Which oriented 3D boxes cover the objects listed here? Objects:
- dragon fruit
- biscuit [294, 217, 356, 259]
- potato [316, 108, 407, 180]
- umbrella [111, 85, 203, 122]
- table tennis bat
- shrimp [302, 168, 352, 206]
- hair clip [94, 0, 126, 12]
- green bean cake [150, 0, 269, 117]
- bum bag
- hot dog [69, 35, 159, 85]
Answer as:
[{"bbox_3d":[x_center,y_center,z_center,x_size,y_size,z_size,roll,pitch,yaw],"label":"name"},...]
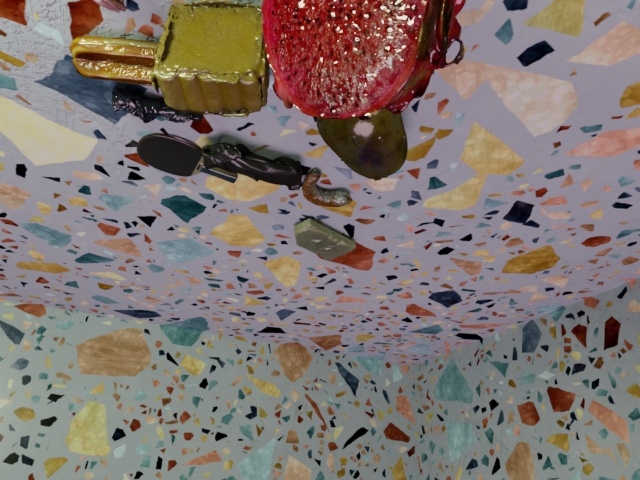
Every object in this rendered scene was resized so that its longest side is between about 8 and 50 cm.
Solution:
[{"bbox_3d":[0.081,-0.394,0.902,0.249,0.371,0.386,-18,164,-45],"label":"dragon fruit"},{"bbox_3d":[0.000,0.000,1.874,0.150,0.052,0.252,-23,143,38],"label":"biscuit"},{"bbox_3d":[0.113,-0.268,1.258,0.210,0.173,0.307,-15,145,21],"label":"potato"},{"bbox_3d":[-0.413,-0.331,1.278,0.224,0.071,0.080,6,179,-18],"label":"umbrella"},{"bbox_3d":[-0.390,-0.234,1.496,0.301,0.022,0.173,17,147,-24],"label":"table tennis bat"},{"bbox_3d":[0.022,-0.167,1.586,0.161,0.049,0.166,1,144,3],"label":"shrimp"},{"bbox_3d":[-0.443,-0.491,0.946,0.102,0.123,0.138,-20,146,-3],"label":"hair clip"},{"bbox_3d":[-0.213,-0.372,1.032,0.230,0.224,0.131,3,155,2],"label":"green bean cake"},{"bbox_3d":[-0.186,-0.220,1.462,0.326,0.079,0.142,13,157,-27],"label":"bum bag"},{"bbox_3d":[-0.429,-0.407,1.137,0.250,0.076,0.104,1,132,-7],"label":"hot dog"}]
